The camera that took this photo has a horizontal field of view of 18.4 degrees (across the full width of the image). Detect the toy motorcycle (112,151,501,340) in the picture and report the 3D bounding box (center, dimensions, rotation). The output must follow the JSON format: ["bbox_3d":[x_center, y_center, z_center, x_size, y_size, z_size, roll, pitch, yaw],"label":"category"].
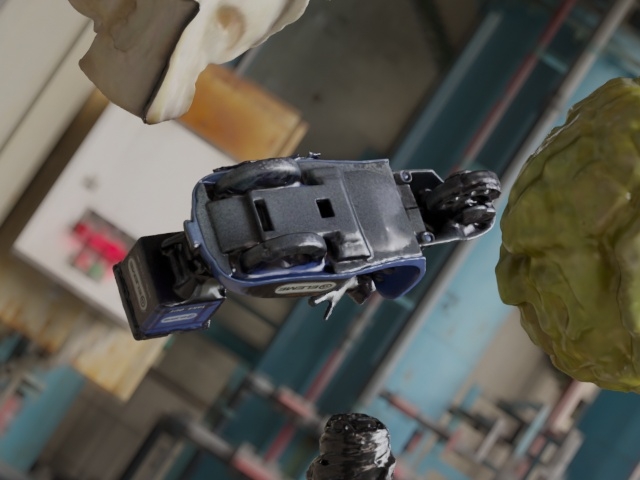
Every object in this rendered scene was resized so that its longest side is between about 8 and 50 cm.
[{"bbox_3d":[0.000,0.000,1.877,0.358,0.125,0.212,-6,-23,-29],"label":"toy motorcycle"}]

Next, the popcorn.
[{"bbox_3d":[0.245,-0.004,1.360,0.259,0.259,0.212,40,15,-44],"label":"popcorn"}]

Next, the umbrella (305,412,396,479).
[{"bbox_3d":[0.017,0.323,1.905,0.094,0.326,0.090,12,14,17],"label":"umbrella"}]

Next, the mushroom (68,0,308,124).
[{"bbox_3d":[-0.118,-0.239,1.712,0.162,0.236,0.173,-15,55,-45],"label":"mushroom"}]
